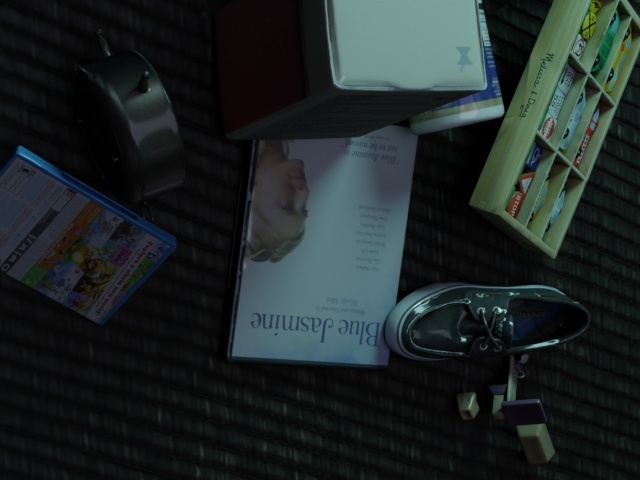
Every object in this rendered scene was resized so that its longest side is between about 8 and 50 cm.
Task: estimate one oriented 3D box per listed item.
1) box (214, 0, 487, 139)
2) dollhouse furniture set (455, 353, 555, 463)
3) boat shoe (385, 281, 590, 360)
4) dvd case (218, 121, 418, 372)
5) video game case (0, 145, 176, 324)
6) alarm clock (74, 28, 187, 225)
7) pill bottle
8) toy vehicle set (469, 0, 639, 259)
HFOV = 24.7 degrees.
[{"bbox_3d":[0.019,-0.170,1.291,0.149,0.232,0.126,-3,84,-27],"label":"box"},{"bbox_3d":[0.203,0.179,1.562,0.081,0.091,0.114,-78,153,-43],"label":"dollhouse furniture set"},{"bbox_3d":[0.177,0.087,1.491,0.228,0.076,0.080,0,98,-31],"label":"boat shoe"},{"bbox_3d":[0.000,0.000,1.433,0.180,0.022,0.253,5,94,-26],"label":"dvd case"},{"bbox_3d":[-0.228,-0.001,1.290,0.166,0.015,0.119,32,119,-25],"label":"video game case"},{"bbox_3d":[-0.167,-0.080,1.289,0.064,0.129,0.192,-24,128,-20],"label":"alarm clock"},{"bbox_3d":[0.116,-0.193,1.419,0.094,0.094,0.169,-14,93,-24],"label":"pill bottle"},{"bbox_3d":[0.245,-0.128,1.481,0.166,0.035,0.266,28,83,-58],"label":"toy vehicle set"}]
